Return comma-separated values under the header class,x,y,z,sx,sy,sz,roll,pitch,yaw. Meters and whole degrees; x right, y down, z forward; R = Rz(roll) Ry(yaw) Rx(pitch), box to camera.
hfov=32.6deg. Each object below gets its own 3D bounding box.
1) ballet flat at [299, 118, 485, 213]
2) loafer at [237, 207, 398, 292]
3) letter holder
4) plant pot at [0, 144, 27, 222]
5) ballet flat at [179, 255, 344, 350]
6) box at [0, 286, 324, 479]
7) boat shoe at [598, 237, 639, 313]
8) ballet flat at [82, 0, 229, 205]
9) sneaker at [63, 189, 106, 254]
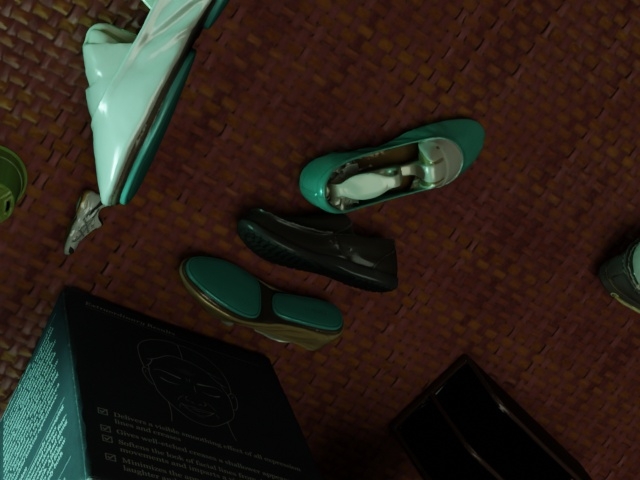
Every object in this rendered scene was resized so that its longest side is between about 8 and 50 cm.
class,x,y,z,sx,sy,sz,roll,pitch,yaw
ballet flat,0.099,-0.083,1.328,0.247,0.087,0.083,-16,117,-10
loafer,0.000,0.000,1.353,0.220,0.080,0.078,21,74,-23
letter holder,0.271,0.339,1.502,0.152,0.214,0.302,-44,118,5
plant pot,-0.364,-0.055,1.202,0.083,0.079,0.083,-6,116,-13
ballet flat,-0.081,0.089,1.362,0.232,0.080,0.073,22,135,-22
box,-0.183,0.266,1.224,0.293,0.395,0.212,22,107,-24
boat shoe,0.535,0.078,1.534,0.324,0.097,0.116,17,67,-27
ballet flat,-0.173,-0.234,1.168,0.139,0.139,0.400,25,100,-25
sneaker,-0.273,-0.017,1.274,0.037,0.032,0.083,19,107,-24
